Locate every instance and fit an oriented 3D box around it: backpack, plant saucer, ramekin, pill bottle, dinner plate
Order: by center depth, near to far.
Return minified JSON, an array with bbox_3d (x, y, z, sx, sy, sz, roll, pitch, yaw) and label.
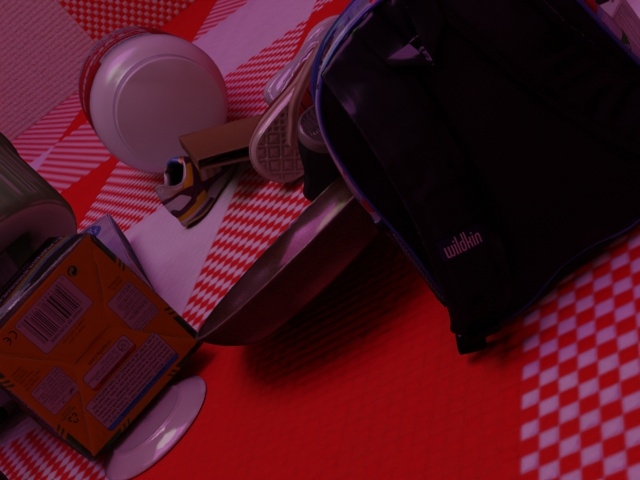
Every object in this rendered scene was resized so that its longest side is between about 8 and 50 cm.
[{"bbox_3d":[0.126,-0.103,0.884,0.276,0.263,0.213,-41,20,4],"label":"backpack"},{"bbox_3d":[0.000,0.000,1.118,0.310,0.050,0.310,-44,5,5],"label":"plant saucer"},{"bbox_3d":[-0.177,0.192,1.183,0.141,0.017,0.141,-35,21,15],"label":"dinner plate"},{"bbox_3d":[-0.441,0.021,1.378,0.303,0.148,0.303,-48,-17,-19],"label":"ramekin"},{"bbox_3d":[-0.285,-0.241,1.920,0.229,0.229,0.407,-43,21,-3],"label":"pill bottle"}]

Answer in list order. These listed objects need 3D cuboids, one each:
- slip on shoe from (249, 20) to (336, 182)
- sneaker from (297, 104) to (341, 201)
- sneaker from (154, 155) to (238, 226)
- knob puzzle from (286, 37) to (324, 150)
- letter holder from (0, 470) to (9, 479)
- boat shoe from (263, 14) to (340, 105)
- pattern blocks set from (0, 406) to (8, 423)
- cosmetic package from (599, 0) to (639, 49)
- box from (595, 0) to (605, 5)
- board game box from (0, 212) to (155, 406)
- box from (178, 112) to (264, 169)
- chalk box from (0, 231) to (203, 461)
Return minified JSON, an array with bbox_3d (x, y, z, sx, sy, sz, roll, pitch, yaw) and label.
[{"bbox_3d":[0.024,-0.213,1.495,0.331,0.123,0.101,-48,17,-4],"label":"slip on shoe"},{"bbox_3d":[0.067,-0.130,1.302,0.222,0.118,0.083,-24,60,-19],"label":"sneaker"},{"bbox_3d":[-0.183,-0.106,1.679,0.069,0.084,0.185,-27,25,33],"label":"sneaker"},{"bbox_3d":[0.040,-0.169,1.317,0.213,0.213,0.030,-43,56,-2],"label":"knob puzzle"},{"bbox_3d":[-0.499,0.261,1.206,0.152,0.302,0.214,-37,21,11],"label":"letter holder"},{"bbox_3d":[-0.012,-0.273,1.745,0.184,0.066,0.063,-42,35,-8],"label":"boat shoe"},{"bbox_3d":[-0.574,0.312,1.524,0.324,0.026,0.285,-27,10,11],"label":"pattern blocks set"},{"bbox_3d":[0.207,-0.163,1.144,0.239,0.060,0.099,-15,33,50],"label":"cosmetic package"},{"bbox_3d":[0.187,-0.311,1.267,0.168,0.203,0.167,-44,21,-6],"label":"box"},{"bbox_3d":[-0.401,0.105,1.619,0.318,0.066,0.318,-35,20,-5],"label":"board game box"},{"bbox_3d":[-0.113,-0.146,1.625,0.164,0.021,0.201,-16,18,-10],"label":"box"},{"bbox_3d":[-0.292,0.114,1.297,0.180,0.179,0.289,-49,16,-16],"label":"chalk box"}]
